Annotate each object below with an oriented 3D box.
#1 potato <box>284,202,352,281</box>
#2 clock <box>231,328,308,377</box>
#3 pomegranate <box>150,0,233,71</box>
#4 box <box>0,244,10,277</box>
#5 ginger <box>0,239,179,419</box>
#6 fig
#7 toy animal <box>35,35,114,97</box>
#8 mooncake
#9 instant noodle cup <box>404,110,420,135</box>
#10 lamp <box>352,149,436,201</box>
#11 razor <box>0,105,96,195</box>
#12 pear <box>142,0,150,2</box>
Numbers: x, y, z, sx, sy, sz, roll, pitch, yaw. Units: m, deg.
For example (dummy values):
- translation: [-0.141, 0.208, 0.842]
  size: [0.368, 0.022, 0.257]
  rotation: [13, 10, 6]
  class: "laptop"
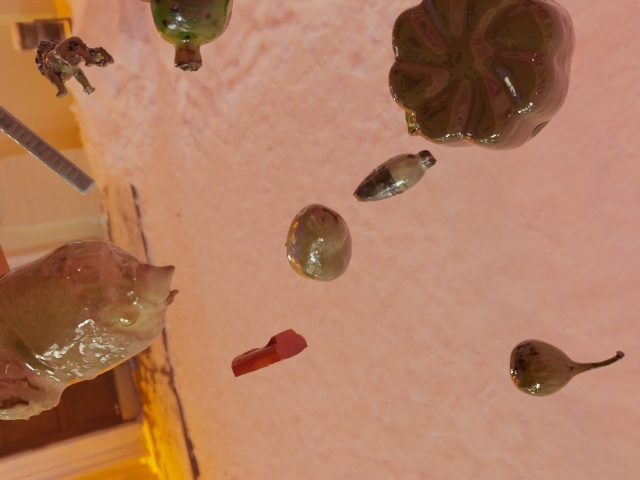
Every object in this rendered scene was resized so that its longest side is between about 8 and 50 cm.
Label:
- translation: [0.000, 0.000, 1.494]
  size: [0.194, 0.157, 0.157]
  rotation: [99, 151, -63]
  class: "potato"
- translation: [-0.124, 0.261, 1.622]
  size: [0.155, 0.113, 0.061]
  rotation: [-28, 84, 32]
  class: "clock"
- translation: [-0.185, -0.340, 1.014]
  size: [0.122, 0.143, 0.169]
  rotation: [-22, 79, 24]
  class: "pomegranate"
- translation: [-0.600, 0.129, 1.015]
  size: [0.214, 0.283, 0.259]
  rotation: [64, 146, 14]
  class: "box"
- translation: [-0.255, 0.083, 0.685]
  size: [0.138, 0.267, 0.152]
  rotation: [46, -172, -50]
  class: "ginger"
- translation: [0.523, 0.264, 1.496]
  size: [0.124, 0.236, 0.124]
  rotation: [-11, -90, -75]
  class: "fig"
- translation: [-0.338, -0.235, 0.961]
  size: [0.219, 0.069, 0.086]
  rotation: [13, 123, 46]
  class: "toy animal"
- translation: [0.320, -0.364, 1.424]
  size: [0.378, 0.200, 0.379]
  rotation: [7, 105, 27]
  class: "mooncake"
- translation: [0.293, -0.355, 1.861]
  size: [0.182, 0.144, 0.182]
  rotation: [-8, -90, -82]
  class: "instant noodle cup"
- translation: [0.196, -0.170, 1.884]
  size: [0.250, 0.101, 0.101]
  rotation: [-29, 69, 23]
  class: "lamp"
- translation: [-0.468, -0.167, 1.096]
  size: [0.278, 0.111, 0.056]
  rotation: [37, 169, 4]
  class: "razor"
- translation: [-0.281, -0.521, 1.239]
  size: [0.197, 0.197, 0.197]
  rotation: [35, 131, 55]
  class: "pear"
